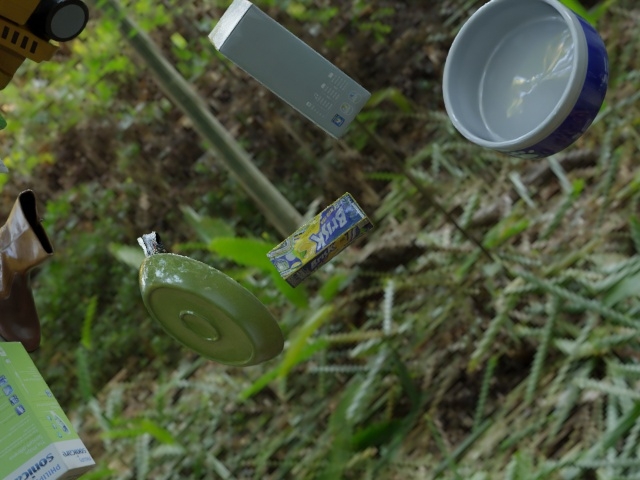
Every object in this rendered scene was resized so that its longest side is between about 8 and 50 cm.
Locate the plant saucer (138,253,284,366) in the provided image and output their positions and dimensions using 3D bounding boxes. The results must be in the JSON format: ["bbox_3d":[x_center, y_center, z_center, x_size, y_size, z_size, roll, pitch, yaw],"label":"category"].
[{"bbox_3d":[-0.166,0.112,1.766,0.241,0.241,0.037,-27,27,55],"label":"plant saucer"}]

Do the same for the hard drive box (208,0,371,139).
[{"bbox_3d":[-0.052,-0.272,1.906,0.089,0.232,0.181,-53,18,7],"label":"hard drive box"}]

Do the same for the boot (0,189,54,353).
[{"bbox_3d":[-0.584,0.069,2.460,0.096,0.264,0.280,-7,-19,-39],"label":"boot"}]

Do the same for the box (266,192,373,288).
[{"bbox_3d":[0.000,0.000,1.990,0.169,0.059,0.054,-37,-24,1],"label":"box"}]

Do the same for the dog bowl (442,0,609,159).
[{"bbox_3d":[0.338,-0.270,2.025,0.265,0.104,0.264,-13,71,41],"label":"dog bowl"}]

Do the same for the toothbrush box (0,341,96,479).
[{"bbox_3d":[-0.584,0.356,2.245,0.206,0.283,0.122,-38,-14,9],"label":"toothbrush box"}]

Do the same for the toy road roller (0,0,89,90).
[{"bbox_3d":[-0.612,-0.423,2.241,0.240,0.202,0.329,-51,-32,9],"label":"toy road roller"}]

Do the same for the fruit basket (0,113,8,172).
[{"bbox_3d":[-0.710,-0.233,2.079,0.165,0.327,0.353,-39,-4,20],"label":"fruit basket"}]

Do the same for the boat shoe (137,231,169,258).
[{"bbox_3d":[-0.286,0.027,2.149,0.042,0.049,0.133,-26,36,-5],"label":"boat shoe"}]
